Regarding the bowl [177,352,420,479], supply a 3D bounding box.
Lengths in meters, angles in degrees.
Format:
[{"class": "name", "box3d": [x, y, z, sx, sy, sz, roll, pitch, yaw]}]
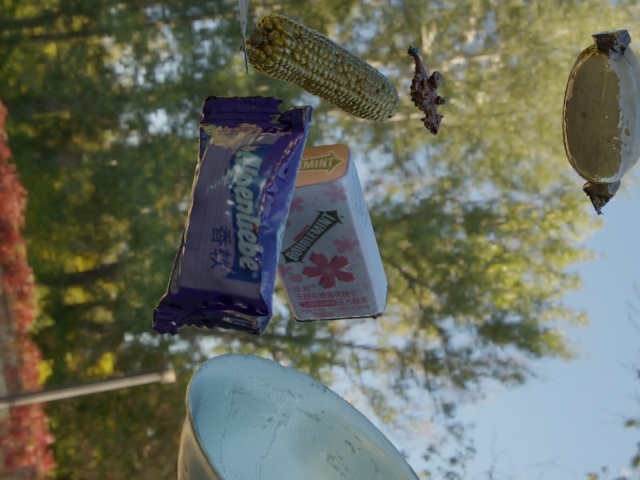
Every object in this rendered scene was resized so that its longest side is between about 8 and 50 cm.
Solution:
[{"class": "bowl", "box3d": [-0.053, 0.375, 1.532, 0.196, 0.435, 0.434, -50, -146, 19]}]

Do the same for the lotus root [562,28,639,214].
[{"class": "lotus root", "box3d": [0.222, -0.095, 0.866, 0.073, 0.062, 0.150, -41, 134, -50]}]

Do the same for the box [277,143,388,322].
[{"class": "box", "box3d": [0.000, 0.000, 2.001, 0.112, 0.190, 0.369, -80, 159, -44]}]

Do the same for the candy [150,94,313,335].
[{"class": "candy", "box3d": [-0.095, -0.026, 1.183, 0.070, 0.145, 0.275, 31, 68, -61]}]

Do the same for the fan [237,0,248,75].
[{"class": "fan", "box3d": [-0.089, -0.259, 1.283, 0.085, 0.005, 0.133, -76, 164, -76]}]

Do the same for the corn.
[{"class": "corn", "box3d": [0.010, -0.277, 1.799, 0.102, 0.313, 0.101, -21, -120, 42]}]

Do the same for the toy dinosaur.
[{"class": "toy dinosaur", "box3d": [0.167, -0.242, 1.758, 0.055, 0.049, 0.154, 124, -46, -75]}]
